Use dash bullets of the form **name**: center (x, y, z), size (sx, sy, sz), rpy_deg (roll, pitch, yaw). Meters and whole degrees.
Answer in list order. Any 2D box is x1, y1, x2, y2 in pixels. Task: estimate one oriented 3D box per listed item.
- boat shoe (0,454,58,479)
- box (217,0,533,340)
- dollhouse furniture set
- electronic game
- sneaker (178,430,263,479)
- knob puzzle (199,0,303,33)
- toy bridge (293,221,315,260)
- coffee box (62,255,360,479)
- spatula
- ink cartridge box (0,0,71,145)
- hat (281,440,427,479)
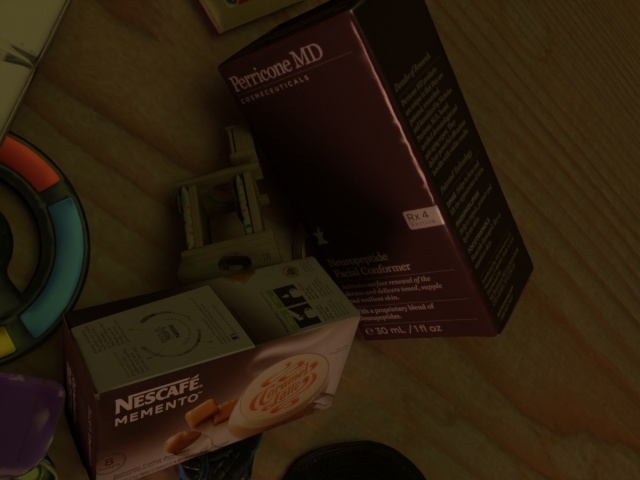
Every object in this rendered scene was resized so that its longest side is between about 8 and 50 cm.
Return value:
- **boat shoe**: center (-0.289, 0.185, 0.581), size (0.137, 0.043, 0.049), rpy_deg (28, 66, -27)
- **box**: center (0.074, -0.074, 0.769), size (0.143, 0.191, 0.382), rpy_deg (-47, 117, -42)
- **dollhouse furniture set**: center (-0.099, -0.005, 0.768), size (0.101, 0.161, 0.182), rpy_deg (-14, 47, -1)
- **electronic game**: center (-0.316, 0.002, 0.601), size (0.229, 0.048, 0.230), rpy_deg (9, 74, -34)
- **sneaker**: center (-0.109, 0.243, 0.685), size (0.083, 0.087, 0.221), rpy_deg (14, 53, 0)
- **knob puzzle**: center (-0.113, -0.363, 0.847), size (0.213, 0.030, 0.213), rpy_deg (9, 75, -34)
- **toy bridge**: center (0.000, 0.000, 0.847), size (0.063, 0.026, 0.188), rpy_deg (24, 65, -29)
- **coffee box**: center (-0.101, 0.116, 0.641), size (0.246, 0.141, 0.098), rpy_deg (-12, 43, -31)
- **spatula**: center (-0.356, 0.121, 0.531), size (0.296, 0.030, 0.084), rpy_deg (17, 74, -18)
- **ink cartridge box**: center (-0.333, -0.181, 0.557), size (0.207, 0.117, 0.283), rpy_deg (25, 58, -24)
- **hat**: center (0.071, 0.387, 0.743), size (0.331, 0.134, 0.332), rpy_deg (10, 74, -35)
